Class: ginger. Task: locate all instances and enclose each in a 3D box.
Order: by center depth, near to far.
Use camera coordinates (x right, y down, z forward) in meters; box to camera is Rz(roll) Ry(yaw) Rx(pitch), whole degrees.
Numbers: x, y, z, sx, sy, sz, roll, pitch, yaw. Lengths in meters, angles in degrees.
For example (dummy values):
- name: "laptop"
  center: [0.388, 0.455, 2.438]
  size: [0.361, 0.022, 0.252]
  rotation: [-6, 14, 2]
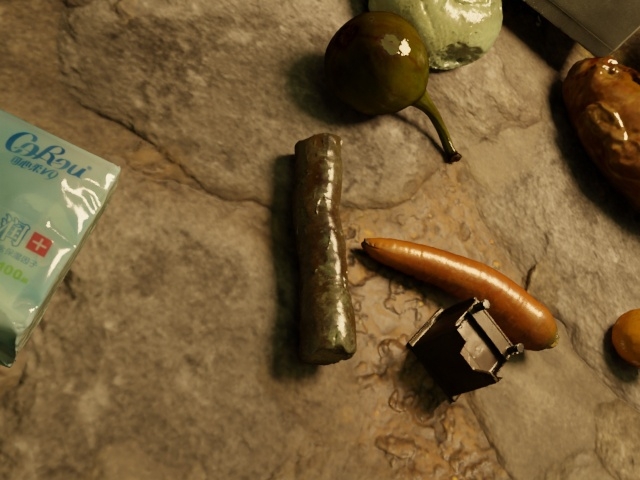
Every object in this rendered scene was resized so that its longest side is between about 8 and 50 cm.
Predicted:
- name: "ginger"
  center: [0.490, -0.147, 0.953]
  size: [0.321, 0.165, 0.172]
  rotation: [49, 28, 2]

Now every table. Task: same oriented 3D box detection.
- name: "table"
  center: [0.161, 0.115, 0.692]
  size: [0.070, 0.082, 0.083]
  rotation: [-38, 90, -36]

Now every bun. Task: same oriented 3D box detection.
- name: "bun"
  center: [0.168, -0.346, 0.889]
  size: [0.221, 0.108, 0.222]
  rotation: [13, 63, -26]

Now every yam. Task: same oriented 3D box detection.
- name: "yam"
  center: [0.000, 0.000, 0.667]
  size: [0.061, 0.061, 0.253]
  rotation: [10, 63, -26]

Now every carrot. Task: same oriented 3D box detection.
- name: "carrot"
  center: [0.170, 0.050, 0.748]
  size: [0.271, 0.062, 0.066]
  rotation: [33, 100, -10]

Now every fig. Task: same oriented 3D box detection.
- name: "fig"
  center: [0.109, -0.182, 0.792]
  size: [0.236, 0.124, 0.124]
  rotation: [34, 54, -30]

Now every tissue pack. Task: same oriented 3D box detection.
- name: "tissue pack"
  center: [-0.313, -0.041, 0.487]
  size: [0.263, 0.089, 0.177]
  rotation: [29, 55, -16]

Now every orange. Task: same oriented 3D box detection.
- name: "orange"
  center: [0.429, 0.131, 0.848]
  size: [0.083, 0.070, 0.083]
  rotation: [20, 47, -23]

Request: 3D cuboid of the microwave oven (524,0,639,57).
- name: "microwave oven"
  center: [0.379, -0.552, 0.938]
  size: [0.432, 0.374, 0.236]
  rotation: [35, 46, -8]
